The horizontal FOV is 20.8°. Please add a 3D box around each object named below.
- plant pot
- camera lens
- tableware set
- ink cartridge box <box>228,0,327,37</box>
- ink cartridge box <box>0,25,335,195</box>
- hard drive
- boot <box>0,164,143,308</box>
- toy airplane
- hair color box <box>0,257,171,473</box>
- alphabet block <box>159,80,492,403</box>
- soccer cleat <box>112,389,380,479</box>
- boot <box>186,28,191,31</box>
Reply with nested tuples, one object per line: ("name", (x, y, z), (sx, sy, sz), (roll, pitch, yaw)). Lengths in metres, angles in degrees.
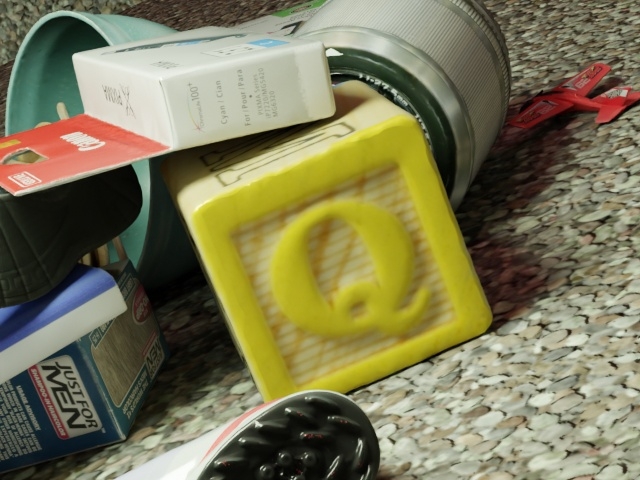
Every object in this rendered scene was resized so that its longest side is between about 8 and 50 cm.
("plant pot", (-0.165, -0.091, 1.769), (0.196, 0.293, 0.293), (-9, 7, -36))
("camera lens", (0.058, -0.124, 1.648), (0.219, 0.219, 0.274), (-14, 19, 24))
("tableware set", (-0.261, -0.026, 1.713), (0.039, 0.194, 0.128), (-10, -24, -36))
("ink cartridge box", (-0.075, -0.197, 2.197), (0.201, 0.117, 0.278), (-16, 19, 18))
("ink cartridge box", (-0.161, -0.115, 1.439), (0.261, 0.066, 0.296), (-15, 14, -18))
("hard drive", (-0.334, 0.103, 1.383), (0.318, 0.040, 0.210), (-31, 21, -25))
("boot", (-0.275, 0.002, 1.401), (0.178, 0.085, 0.236), (-9, 16, 37))
("toy airplane", (0.266, -0.143, 1.780), (0.151, 0.028, 0.151), (-20, 18, 7))
("hair color box", (-0.321, 0.134, 1.513), (0.347, 0.105, 0.174), (-16, 19, 15))
("alphabet block", (0.000, 0.000, 1.400), (0.193, 0.192, 0.197), (-25, 16, -5))
("soccer cleat", (-0.110, 0.194, 1.125), (0.318, 0.109, 0.116), (-27, -4, -8))
("boot", (-0.127, -0.103, 1.974), (0.207, 0.246, 0.094), (-51, 42, 11))
